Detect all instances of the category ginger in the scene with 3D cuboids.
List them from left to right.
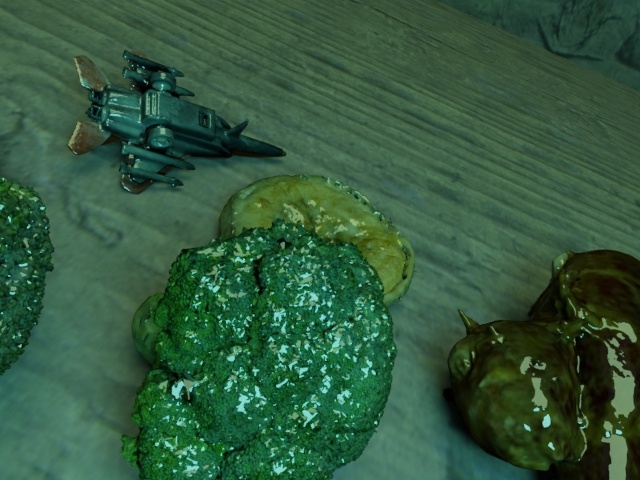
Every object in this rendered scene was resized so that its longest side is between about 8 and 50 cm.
[{"bbox_3d":[0.287,0.125,0.717,0.254,0.176,0.418,35,45,6],"label":"ginger"}]

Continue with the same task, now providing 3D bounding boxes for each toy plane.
[{"bbox_3d":[-0.186,-0.162,0.867,0.327,0.104,0.222,6,68,-26],"label":"toy plane"}]

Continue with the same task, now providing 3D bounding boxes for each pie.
[{"bbox_3d":[0.000,0.000,0.810,0.274,0.055,0.274,14,40,-12],"label":"pie"}]

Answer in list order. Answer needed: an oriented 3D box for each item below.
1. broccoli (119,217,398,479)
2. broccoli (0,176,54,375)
[{"bbox_3d":[-0.066,0.103,0.535,0.270,0.269,0.270,8,26,37],"label":"broccoli"},{"bbox_3d":[-0.381,-0.019,0.473,0.252,0.221,0.361,-41,93,-14],"label":"broccoli"}]
